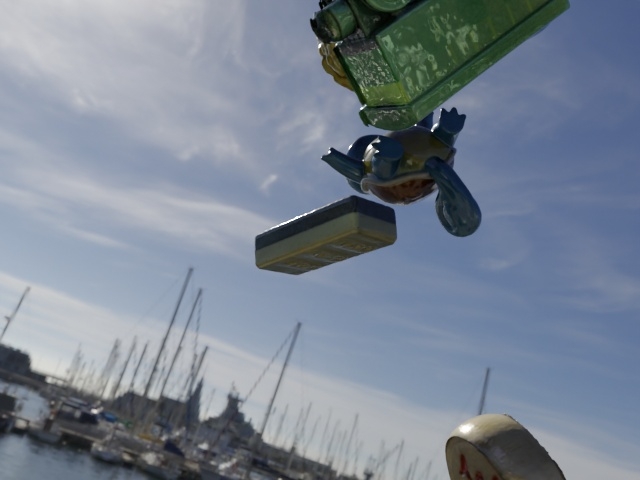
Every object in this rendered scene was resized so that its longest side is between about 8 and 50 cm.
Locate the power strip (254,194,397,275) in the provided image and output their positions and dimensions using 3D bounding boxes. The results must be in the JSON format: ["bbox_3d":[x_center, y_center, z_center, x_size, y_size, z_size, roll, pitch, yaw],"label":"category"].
[{"bbox_3d":[0.000,0.000,1.144,0.105,0.070,0.256,15,-24,-41],"label":"power strip"}]

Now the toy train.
[{"bbox_3d":[0.134,-0.272,0.783,0.202,0.300,0.120,60,-19,-22],"label":"toy train"}]

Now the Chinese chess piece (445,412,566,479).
[{"bbox_3d":[0.315,0.416,1.168,0.103,0.250,0.250,-21,-7,-19],"label":"Chinese chess piece"}]

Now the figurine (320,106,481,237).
[{"bbox_3d":[0.189,-0.172,1.487,0.416,0.297,0.243,33,-28,51],"label":"figurine"}]

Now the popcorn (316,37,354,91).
[{"bbox_3d":[0.097,-0.361,1.140,0.203,0.226,0.200,-2,-1,-13],"label":"popcorn"}]
